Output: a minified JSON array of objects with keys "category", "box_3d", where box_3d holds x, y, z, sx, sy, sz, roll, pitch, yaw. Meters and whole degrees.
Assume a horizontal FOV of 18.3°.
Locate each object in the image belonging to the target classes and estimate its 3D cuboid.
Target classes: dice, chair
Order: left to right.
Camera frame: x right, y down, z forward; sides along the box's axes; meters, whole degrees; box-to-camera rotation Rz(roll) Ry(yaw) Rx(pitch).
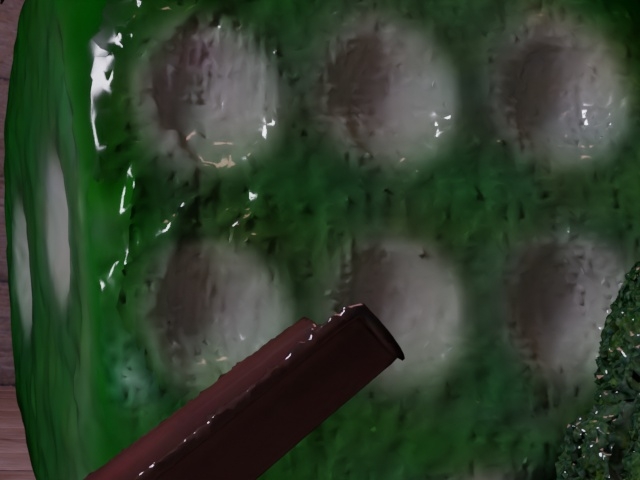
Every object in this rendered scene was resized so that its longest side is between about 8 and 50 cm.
[{"category":"chair","box_3d":[-0.165,0.071,0.577,0.326,0.183,0.175,-41,2,-5]},{"category":"dice","box_3d":[0.000,0.000,1.004,0.297,0.287,0.300,1,-9,-17]}]

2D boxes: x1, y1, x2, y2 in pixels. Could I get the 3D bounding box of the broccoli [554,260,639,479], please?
[{"category":"broccoli","box_3d":[0.240,0.066,0.821,0.294,0.245,0.265,-14,-43,-14]}]
